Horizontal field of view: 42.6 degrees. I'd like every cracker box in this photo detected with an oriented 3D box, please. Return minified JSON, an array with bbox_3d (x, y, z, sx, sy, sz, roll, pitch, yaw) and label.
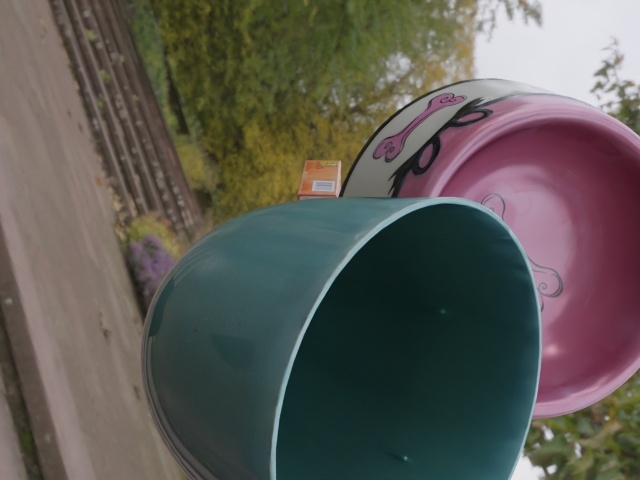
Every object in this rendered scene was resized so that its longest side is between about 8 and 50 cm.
[{"bbox_3d":[0.000,0.000,1.365,0.155,0.067,0.232,-83,174,-64],"label":"cracker box"}]

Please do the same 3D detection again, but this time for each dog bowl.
[{"bbox_3d":[0.223,0.018,0.926,0.150,0.408,0.407,-159,-129,-72],"label":"dog bowl"}]

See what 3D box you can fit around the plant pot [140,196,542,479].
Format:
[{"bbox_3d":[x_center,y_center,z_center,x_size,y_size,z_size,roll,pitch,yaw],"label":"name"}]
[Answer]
[{"bbox_3d":[-0.003,0.099,0.657,0.235,0.293,0.292,11,-56,46],"label":"plant pot"}]
